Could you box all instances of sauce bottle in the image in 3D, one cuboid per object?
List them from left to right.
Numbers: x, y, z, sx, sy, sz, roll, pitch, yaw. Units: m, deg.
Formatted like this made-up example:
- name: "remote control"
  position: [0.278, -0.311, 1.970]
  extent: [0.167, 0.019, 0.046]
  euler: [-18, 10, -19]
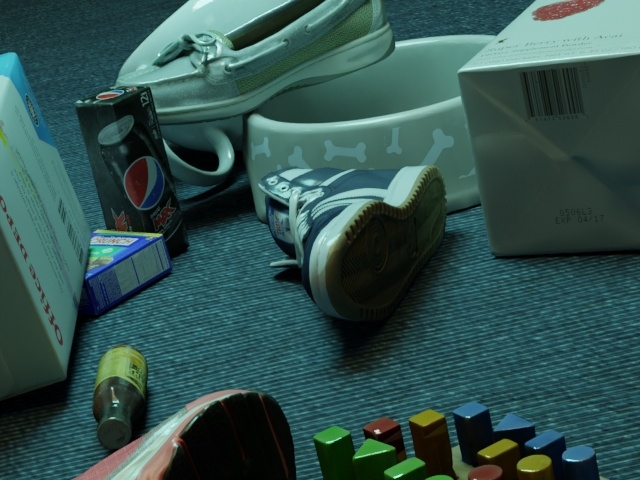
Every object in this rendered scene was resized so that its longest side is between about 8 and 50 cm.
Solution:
- name: "sauce bottle"
  position: [-0.154, 0.121, 1.302]
  extent: [0.042, 0.042, 0.128]
  euler: [-12, 22, 1]

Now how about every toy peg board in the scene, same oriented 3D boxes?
- name: "toy peg board"
  position: [0.087, 0.145, 1.028]
  extent: [0.161, 0.079, 0.161]
  euler: [-23, 22, -28]

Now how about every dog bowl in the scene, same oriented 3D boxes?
- name: "dog bowl"
  position: [0.078, -0.121, 1.750]
  extent: [0.349, 0.102, 0.349]
  euler: [-12, 19, 4]

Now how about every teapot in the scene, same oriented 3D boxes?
- name: "teapot"
  position: [-0.093, -0.181, 1.921]
  extent: [0.256, 0.187, 0.252]
  euler: [-40, 1, -2]

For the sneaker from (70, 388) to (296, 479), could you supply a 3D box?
- name: "sneaker"
  position: [-0.136, 0.174, 1.030]
  extent: [0.136, 0.116, 0.314]
  euler: [1, 23, 36]

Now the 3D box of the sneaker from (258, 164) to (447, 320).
- name: "sneaker"
  position: [0.000, 0.000, 1.454]
  extent: [0.153, 0.099, 0.282]
  euler: [1, 16, 20]

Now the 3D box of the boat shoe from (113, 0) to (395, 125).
- name: "boat shoe"
  position: [-0.073, -0.197, 1.745]
  extent: [0.320, 0.103, 0.118]
  euler: [-20, 20, -20]

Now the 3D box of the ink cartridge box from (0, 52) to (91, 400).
- name: "ink cartridge box"
  position: [-0.327, -0.001, 1.444]
  extent: [0.197, 0.198, 0.270]
  euler: [-17, 26, 5]

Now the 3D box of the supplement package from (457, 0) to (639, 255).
- name: "supplement package"
  position: [0.263, -0.123, 1.528]
  extent: [0.178, 0.175, 0.293]
  euler: [-4, 21, 26]

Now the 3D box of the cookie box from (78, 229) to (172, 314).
- name: "cookie box"
  position: [-0.209, 0.029, 1.594]
  extent: [0.092, 0.040, 0.107]
  euler: [3, 24, 38]

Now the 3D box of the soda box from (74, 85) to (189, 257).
- name: "soda box"
  position: [-0.181, -0.062, 1.637]
  extent: [0.060, 0.169, 0.053]
  euler: [6, 27, 41]
